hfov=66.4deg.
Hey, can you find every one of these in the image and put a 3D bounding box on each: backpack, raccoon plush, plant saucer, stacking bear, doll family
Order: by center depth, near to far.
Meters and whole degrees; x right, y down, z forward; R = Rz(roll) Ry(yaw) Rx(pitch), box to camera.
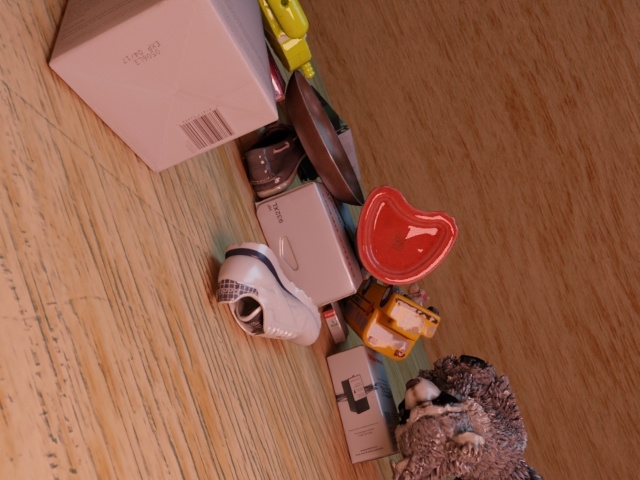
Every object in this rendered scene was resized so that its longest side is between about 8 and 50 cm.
[{"bbox_3d":[0.311,0.400,0.875,0.446,0.216,0.299,38,19,2],"label":"raccoon plush"},{"bbox_3d":[0.146,-0.003,1.013,0.175,0.164,0.289,26,3,1],"label":"stacking bear"},{"bbox_3d":[0.005,-0.202,1.021,0.311,0.050,0.311,59,12,-21],"label":"plant saucer"},{"bbox_3d":[-0.027,-0.275,1.417,0.173,0.116,0.158,-93,159,-63],"label":"backpack"},{"bbox_3d":[0.204,0.197,1.489,0.118,0.263,0.163,2,76,-34],"label":"doll family"}]

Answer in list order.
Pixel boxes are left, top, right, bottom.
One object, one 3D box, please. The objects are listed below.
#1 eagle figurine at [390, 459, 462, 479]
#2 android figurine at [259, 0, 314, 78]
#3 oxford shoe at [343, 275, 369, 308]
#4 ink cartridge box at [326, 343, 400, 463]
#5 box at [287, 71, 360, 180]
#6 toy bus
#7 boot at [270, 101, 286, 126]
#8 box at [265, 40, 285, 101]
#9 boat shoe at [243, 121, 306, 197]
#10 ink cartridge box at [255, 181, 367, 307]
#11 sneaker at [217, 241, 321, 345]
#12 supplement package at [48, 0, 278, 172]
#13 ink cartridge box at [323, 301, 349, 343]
[{"bbox_3d":[0.287,0.616,1.045,0.298,0.226,0.225,-23,-136,68],"label":"eagle figurine"},{"bbox_3d":[-0.085,-0.401,0.826,0.273,0.056,0.248,58,2,-37],"label":"android figurine"},{"bbox_3d":[0.104,0.179,1.356,0.099,0.096,0.271,-67,156,-21],"label":"oxford shoe"},{"bbox_3d":[0.096,0.332,0.999,0.153,0.086,0.209,44,28,-60],"label":"ink cartridge box"},{"bbox_3d":[0.012,-0.352,1.548,0.322,0.058,0.232,55,-8,33],"label":"box"},{"bbox_3d":[0.138,0.161,1.052,0.108,0.130,0.332,30,-2,-6],"label":"toy bus"},{"bbox_3d":[-0.160,-0.377,1.160,0.264,0.096,0.281,-105,176,-60],"label":"boot"},{"bbox_3d":[-0.174,-0.363,0.892,0.123,0.128,0.257,-95,160,-60],"label":"box"},{"bbox_3d":[-0.089,-0.204,1.041,0.335,0.112,0.096,-82,153,-60],"label":"boat shoe"},{"bbox_3d":[0.000,0.000,1.037,0.307,0.128,0.223,-28,97,-78],"label":"ink cartridge box"},{"bbox_3d":[-0.073,0.104,0.701,0.235,0.090,0.095,52,33,-42],"label":"sneaker"},{"bbox_3d":[-0.177,-0.267,0.606,0.175,0.177,0.293,54,20,-50],"label":"supplement package"},{"bbox_3d":[0.029,0.171,1.117,0.063,0.029,0.115,-35,103,-78],"label":"ink cartridge box"}]
